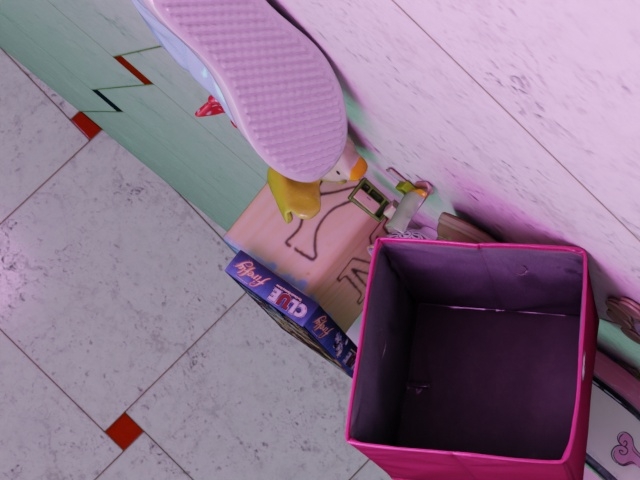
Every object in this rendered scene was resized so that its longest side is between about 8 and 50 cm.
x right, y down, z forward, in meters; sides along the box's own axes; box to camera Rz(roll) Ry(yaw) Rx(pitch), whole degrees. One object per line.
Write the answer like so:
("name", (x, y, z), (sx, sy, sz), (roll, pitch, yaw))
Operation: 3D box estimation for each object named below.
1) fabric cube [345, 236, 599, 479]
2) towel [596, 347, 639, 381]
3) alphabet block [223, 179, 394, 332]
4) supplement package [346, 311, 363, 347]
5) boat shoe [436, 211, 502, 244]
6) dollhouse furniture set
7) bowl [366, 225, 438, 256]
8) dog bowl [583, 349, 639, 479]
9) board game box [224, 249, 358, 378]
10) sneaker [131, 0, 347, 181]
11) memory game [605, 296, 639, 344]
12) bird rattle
("fabric cube", (0.197, 0.162, 1.509), (0.259, 0.254, 0.258), (3, 159, 17))
("towel", (0.427, 0.182, 1.769), (0.060, 0.009, 0.083), (44, 171, -39))
("alphabet block", (0.000, 0.000, 1.964), (0.192, 0.197, 0.193), (35, 171, 30))
("supplement package", (0.118, 0.135, 2.263), (0.194, 0.149, 0.203), (36, -178, -1))
("boat shoe", (0.222, 0.060, 1.692), (0.105, 0.089, 0.285), (31, 170, 42))
("dollhouse furniture set", (0.090, -0.058, 1.668), (0.059, 0.076, 0.152), (39, 173, -12))
("bowl", (0.159, 0.032, 1.853), (0.170, 0.080, 0.170), (37, 173, 6))
("dog bowl", (0.383, 0.277, 1.868), (0.408, 0.150, 0.408), (39, 170, 8))
("board game box", (-0.033, 0.116, 1.892), (0.165, 0.042, 0.243), (33, 171, 31))
("sneaker", (-0.098, -0.224, 1.439), (0.366, 0.135, 0.150), (54, 172, -35))
("memory game", (0.417, 0.125, 1.481), (0.186, 0.012, 0.186), (37, 173, 5))
("bird rattle", (-0.036, -0.154, 1.693), (0.207, 0.143, 0.253), (8, 138, 52))
